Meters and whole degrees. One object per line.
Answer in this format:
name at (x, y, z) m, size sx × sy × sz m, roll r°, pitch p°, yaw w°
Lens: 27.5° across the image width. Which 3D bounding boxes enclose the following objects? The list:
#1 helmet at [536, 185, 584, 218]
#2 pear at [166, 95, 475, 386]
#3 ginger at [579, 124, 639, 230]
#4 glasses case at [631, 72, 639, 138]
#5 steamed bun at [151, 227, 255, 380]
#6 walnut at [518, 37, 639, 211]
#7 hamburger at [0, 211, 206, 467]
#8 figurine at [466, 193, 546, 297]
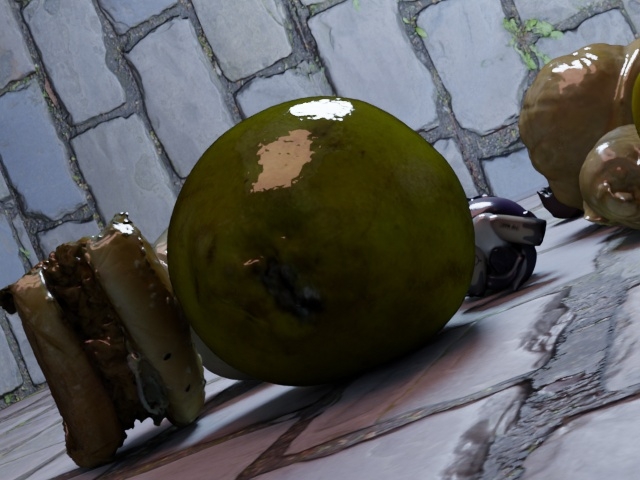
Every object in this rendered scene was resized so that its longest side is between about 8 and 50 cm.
helmet at (0.443, -0.077, 2.285) m, size 0.098 × 0.070 × 0.123 m, roll -32°, pitch 14°, yaw -39°
pear at (0.000, 0.000, 1.478) m, size 0.352 × 0.351 × 0.413 m, roll -22°, pitch -6°, yaw 13°
ginger at (0.412, -0.080, 1.705) m, size 0.152 × 0.138 × 0.267 m, roll -65°, pitch -11°, yaw 6°
glasses case at (0.547, -0.162, 1.514) m, size 0.371 × 0.173 × 0.141 m, roll -8°, pitch 13°, yaw 37°
steamed bun at (-0.087, 0.069, 1.847) m, size 0.320 × 0.275 × 0.206 m, roll 4°, pitch -32°, yaw -5°
walnut at (0.448, -0.170, 1.971) m, size 0.296 × 0.285 × 0.285 m, roll 15°, pitch 11°, yaw 13°
hamburger at (-0.269, 0.129, 1.615) m, size 0.195 × 0.276 × 0.318 m, roll -27°, pitch 3°, yaw -16°
figurine at (0.210, 0.004, 1.711) m, size 0.145 × 0.145 × 0.222 m, roll -23°, pitch 3°, yaw 2°
